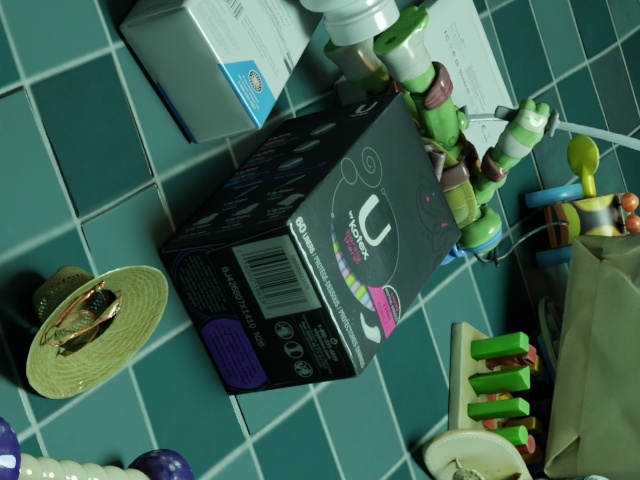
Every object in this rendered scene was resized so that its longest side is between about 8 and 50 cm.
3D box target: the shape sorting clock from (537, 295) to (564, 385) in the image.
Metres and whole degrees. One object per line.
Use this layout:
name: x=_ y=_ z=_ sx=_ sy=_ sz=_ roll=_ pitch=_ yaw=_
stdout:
shape sorting clock: x=0.308 y=0.161 z=2.130 sx=0.206 sy=0.040 sz=0.206 roll=-20 pitch=90 yaw=-74

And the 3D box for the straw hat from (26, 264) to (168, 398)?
straw hat: x=-0.192 y=0.053 z=1.412 sx=0.061 sy=0.144 sz=0.144 roll=42 pitch=22 yaw=25

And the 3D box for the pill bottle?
pill bottle: x=0.009 y=-0.269 z=1.654 sx=0.169 sy=0.094 sz=0.094 roll=64 pitch=35 yaw=-21

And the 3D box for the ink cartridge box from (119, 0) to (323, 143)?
ink cartridge box: x=-0.086 y=-0.203 z=1.647 sx=0.140 sy=0.082 sz=0.191 roll=58 pitch=35 yaw=-28

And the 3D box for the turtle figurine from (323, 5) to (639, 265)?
turtle figurine: x=0.149 y=-0.138 z=1.813 sx=0.266 sy=0.274 sz=0.198 roll=52 pitch=11 yaw=-26

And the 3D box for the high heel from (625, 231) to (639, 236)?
high heel: x=0.470 y=0.094 z=2.396 sx=0.186 sy=0.093 sz=0.261 roll=20 pitch=54 yaw=-46

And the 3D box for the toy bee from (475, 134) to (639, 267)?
toy bee: x=0.324 y=-0.013 z=2.149 sx=0.298 sy=0.162 sz=0.195 roll=-46 pitch=120 yaw=-53

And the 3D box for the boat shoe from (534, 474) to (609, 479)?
boat shoe: x=0.291 y=0.304 z=1.941 sx=0.183 sy=0.083 sz=0.065 roll=53 pitch=46 yaw=-45

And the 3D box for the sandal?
sandal: x=0.193 y=0.282 z=1.901 sx=0.240 sy=0.088 sz=0.079 roll=45 pitch=20 yaw=-47

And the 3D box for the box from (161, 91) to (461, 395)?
box: x=0.000 y=0.000 z=1.656 sx=0.270 sy=0.143 sz=0.165 roll=-51 pitch=123 yaw=-52

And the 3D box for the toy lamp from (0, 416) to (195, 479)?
toy lamp: x=-0.204 y=0.175 z=1.347 sx=0.274 sy=0.080 sz=0.080 roll=20 pitch=63 yaw=-56

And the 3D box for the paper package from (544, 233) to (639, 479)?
paper package: x=0.420 y=0.176 z=2.051 sx=0.325 sy=0.168 sz=0.310 roll=32 pitch=59 yaw=-43

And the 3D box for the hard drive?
hard drive: x=0.127 y=-0.144 z=1.996 sx=0.307 sy=0.040 sz=0.203 roll=-47 pitch=119 yaw=-52

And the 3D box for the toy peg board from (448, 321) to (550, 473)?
toy peg board: x=0.217 y=0.186 z=1.992 sx=0.160 sy=0.079 sz=0.161 roll=33 pitch=54 yaw=-48
